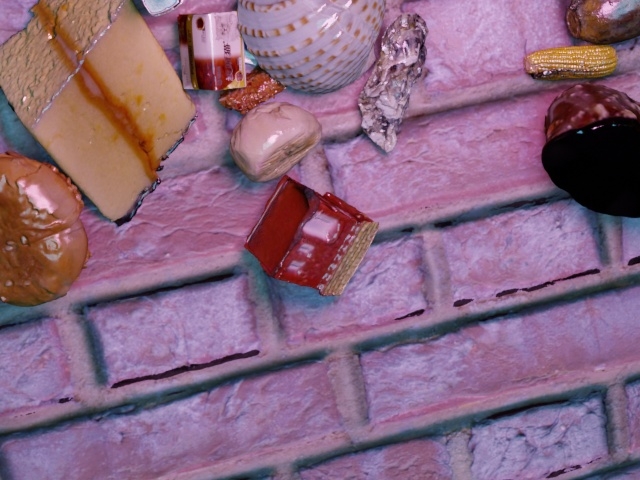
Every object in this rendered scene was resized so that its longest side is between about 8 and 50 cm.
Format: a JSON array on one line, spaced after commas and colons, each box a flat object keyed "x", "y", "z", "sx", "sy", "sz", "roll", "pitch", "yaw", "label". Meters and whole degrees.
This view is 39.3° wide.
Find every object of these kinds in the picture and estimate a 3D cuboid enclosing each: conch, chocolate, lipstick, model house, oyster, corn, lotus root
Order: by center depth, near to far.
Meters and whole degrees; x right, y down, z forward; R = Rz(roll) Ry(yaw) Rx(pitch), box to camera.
[{"x": -0.298, "y": -0.462, "z": 1.677, "sx": 0.077, "sy": 0.253, "sz": 0.079, "roll": -26, "pitch": 109, "yaw": -1, "label": "lipstick"}, {"x": 0.009, "y": -0.443, "z": 1.737, "sx": 0.319, "sy": 0.215, "sz": 0.303, "roll": 44, "pitch": 80, "yaw": -19, "label": "conch"}, {"x": 0.150, "y": -0.333, "z": 1.841, "sx": 0.252, "sy": 0.087, "sz": 0.199, "roll": -55, "pitch": 146, "yaw": -3, "label": "oyster"}, {"x": 0.650, "y": -0.501, "z": 1.865, "sx": 0.275, "sy": 0.152, "sz": 0.160, "roll": -24, "pitch": 140, "yaw": 7, "label": "lotus root"}, {"x": 0.000, "y": 0.000, "z": 1.900, "sx": 0.254, "sy": 0.160, "sz": 0.196, "roll": 23, "pitch": 101, "yaw": -43, "label": "model house"}, {"x": 0.617, "y": -0.206, "z": 1.911, "sx": 0.340, "sy": 0.210, "sz": 0.225, "roll": 24, "pitch": 130, "yaw": -18, "label": "chocolate"}, {"x": 0.539, "y": -0.382, "z": 1.926, "sx": 0.203, "sy": 0.072, "sz": 0.072, "roll": -5, "pitch": 105, "yaw": -7, "label": "corn"}]

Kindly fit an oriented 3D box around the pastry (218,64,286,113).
[{"x": -0.125, "y": -0.311, "z": 1.836, "sx": 0.169, "sy": 0.087, "sz": 0.063, "roll": -33, "pitch": 121, "yaw": 1, "label": "pastry"}]

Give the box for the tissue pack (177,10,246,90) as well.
[{"x": -0.215, "y": -0.375, "z": 1.775, "sx": 0.099, "sy": 0.106, "sz": 0.148, "roll": -17, "pitch": 111, "yaw": -43, "label": "tissue pack"}]

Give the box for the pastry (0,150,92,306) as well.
[{"x": -0.595, "y": -0.032, "z": 1.777, "sx": 0.285, "sy": 0.184, "sz": 0.315, "roll": -16, "pitch": 110, "yaw": 15, "label": "pastry"}]

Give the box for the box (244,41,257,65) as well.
[{"x": -0.146, "y": -0.405, "z": 1.835, "sx": 0.054, "sy": 0.024, "sz": 0.083, "roll": 14, "pitch": 101, "yaw": -14, "label": "box"}]

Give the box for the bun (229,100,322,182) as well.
[{"x": -0.095, "y": -0.214, "z": 1.820, "sx": 0.193, "sy": 0.178, "sz": 0.128, "roll": -35, "pitch": 75, "yaw": -11, "label": "bun"}]

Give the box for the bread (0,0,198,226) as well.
[{"x": -0.439, "y": -0.299, "z": 1.818, "sx": 0.346, "sy": 0.242, "sz": 0.405, "roll": -40, "pitch": 140, "yaw": -1, "label": "bread"}]
